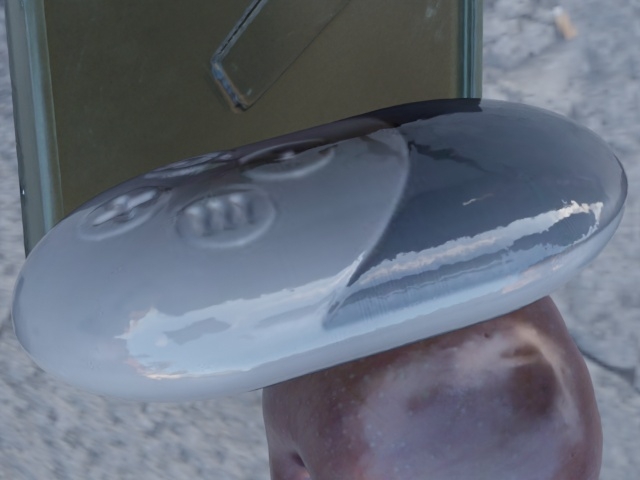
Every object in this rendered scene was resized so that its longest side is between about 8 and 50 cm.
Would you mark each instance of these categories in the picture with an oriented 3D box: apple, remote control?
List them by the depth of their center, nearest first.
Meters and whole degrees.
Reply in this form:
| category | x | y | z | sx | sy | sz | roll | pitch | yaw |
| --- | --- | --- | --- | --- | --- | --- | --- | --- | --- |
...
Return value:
| category | x | y | z | sx | sy | sz | roll | pitch | yaw |
| --- | --- | --- | --- | --- | --- | --- | --- | --- | --- |
| remote control | 0.000 | 0.000 | 0.964 | 0.332 | 0.221 | 0.103 | -15 | 114 | -11 |
| apple | 0.080 | 0.149 | 1.457 | 0.235 | 0.305 | 0.306 | -22 | 98 | -20 |

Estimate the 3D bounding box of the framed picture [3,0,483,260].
| category | x | y | z | sx | sy | sz | roll | pitch | yaw |
| --- | --- | --- | --- | --- | --- | --- | --- | --- | --- |
| framed picture | -0.033 | -0.143 | 1.300 | 0.446 | 0.028 | 0.326 | -23 | 123 | -40 |
